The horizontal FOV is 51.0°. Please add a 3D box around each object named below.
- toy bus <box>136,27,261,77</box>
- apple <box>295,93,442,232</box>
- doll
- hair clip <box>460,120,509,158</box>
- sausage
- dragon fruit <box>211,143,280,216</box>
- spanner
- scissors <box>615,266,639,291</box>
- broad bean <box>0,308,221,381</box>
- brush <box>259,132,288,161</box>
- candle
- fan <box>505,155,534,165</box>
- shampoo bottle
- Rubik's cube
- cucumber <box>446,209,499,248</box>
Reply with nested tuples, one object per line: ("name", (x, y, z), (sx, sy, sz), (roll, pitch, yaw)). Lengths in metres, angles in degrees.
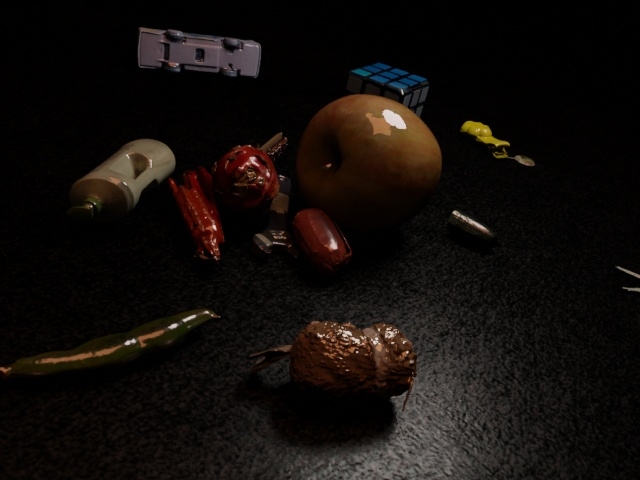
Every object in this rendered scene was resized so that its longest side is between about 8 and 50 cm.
("toy bus", (-0.337, -0.517, 1.844), (0.329, 0.109, 0.136), (1, 22, -21))
("apple", (0.092, -0.141, 1.246), (0.233, 0.257, 0.257), (-3, 33, -45))
("doll", (0.019, 0.155, 0.875), (0.221, 0.105, 0.115), (10, 33, -7))
("hair clip", (0.433, -0.276, 1.787), (0.072, 0.046, 0.173), (-6, 36, -20))
("sausage", (0.000, 0.000, 1.147), (0.076, 0.076, 0.141), (-8, 47, -31))
("dragon fruit", (-0.129, -0.123, 1.240), (0.125, 0.125, 0.246), (53, 19, -21))
("spanner", (-0.075, -0.050, 1.259), (0.087, 0.024, 0.316), (11, 30, -6))
("scissors", (0.701, 0.106, 1.299), (0.247, 0.017, 0.144), (16, 30, 7))
("broad bean", (-0.260, 0.139, 0.858), (0.297, 0.043, 0.060), (-14, 30, -35))
("brush", (-0.129, -0.166, 1.402), (0.036, 0.043, 0.248), (26, 33, 9))
("candle", (-0.205, -0.045, 1.163), (0.084, 0.059, 0.302), (-9, 37, -17))
("fan", (0.527, -0.215, 1.764), (0.080, 0.003, 0.060), (24, 32, 18))
("shampoo bottle", (-0.350, -0.095, 1.155), (0.118, 0.087, 0.234), (-3, 28, 17))
("Rubik's cube", (0.154, -0.338, 1.672), (0.162, 0.163, 0.160), (29, 34, 22))
("cucumber", (0.301, -0.016, 1.318), (0.105, 0.048, 0.048), (33, 36, 26))
